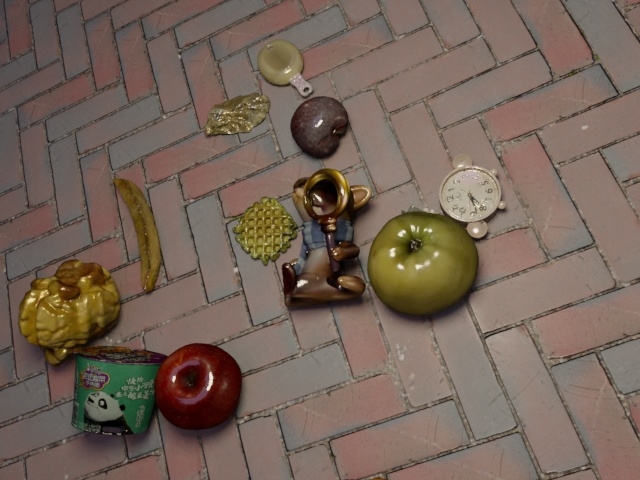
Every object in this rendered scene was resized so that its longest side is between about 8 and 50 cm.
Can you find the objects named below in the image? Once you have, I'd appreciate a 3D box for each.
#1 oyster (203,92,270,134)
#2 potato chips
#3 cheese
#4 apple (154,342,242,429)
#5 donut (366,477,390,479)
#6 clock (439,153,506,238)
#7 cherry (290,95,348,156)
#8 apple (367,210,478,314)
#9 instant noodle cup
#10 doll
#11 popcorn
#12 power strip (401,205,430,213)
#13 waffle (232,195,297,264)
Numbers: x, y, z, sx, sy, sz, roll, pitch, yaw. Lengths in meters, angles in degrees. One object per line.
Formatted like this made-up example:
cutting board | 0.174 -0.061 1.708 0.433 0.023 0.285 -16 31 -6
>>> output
oyster | -0.258 -0.397 1.646 0.209 0.072 0.132 -7 75 13
potato chips | -0.543 -0.035 1.630 0.080 0.057 0.406 -29 67 14
cheese | -0.099 -0.518 1.637 0.137 0.064 0.227 -40 68 4
apple | -0.307 0.368 1.356 0.219 0.201 0.218 -4 70 10
donut | 0.134 0.626 1.223 0.152 0.058 0.151 -4 75 15
clock | 0.383 -0.112 1.368 0.156 0.063 0.229 -12 73 10
cherry | -0.007 -0.329 1.509 0.176 0.140 0.175 -7 76 30
apple | 0.238 0.048 1.274 0.263 0.262 0.262 -5 73 16
instant noodle cup | -0.535 0.391 1.409 0.252 0.251 0.189 6 84 19
doll | -0.004 0.000 1.350 0.318 0.209 0.339 -11 67 56
popcorn | -0.708 0.211 1.505 0.225 0.265 0.332 35 104 19
power strip | 0.272 -0.051 1.404 0.136 0.019 0.050 25 84 22
waffle | -0.158 -0.030 1.522 0.169 0.036 0.183 -45 65 3
